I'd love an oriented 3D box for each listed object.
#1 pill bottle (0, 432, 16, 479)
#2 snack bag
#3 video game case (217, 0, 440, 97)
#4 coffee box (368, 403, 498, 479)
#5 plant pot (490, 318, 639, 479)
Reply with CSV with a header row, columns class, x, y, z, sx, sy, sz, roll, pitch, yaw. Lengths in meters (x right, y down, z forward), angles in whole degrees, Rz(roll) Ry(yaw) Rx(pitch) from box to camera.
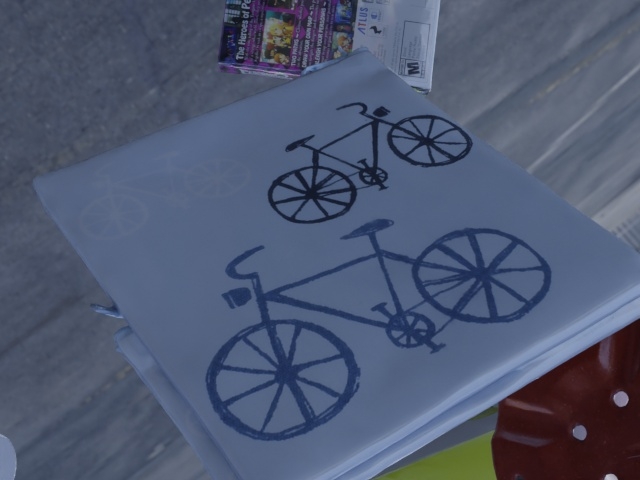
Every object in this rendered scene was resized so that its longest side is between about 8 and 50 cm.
class,x,y,z,sx,sy,sz,roll,pitch,yaw
pill bottle,-0.396,0.195,0.924,0.119,0.208,0.119,-44,141,-51
snack bag,0.000,0.000,0.687,0.323,0.342,0.037,-26,140,-25
video game case,0.017,-0.268,0.983,0.210,0.232,0.042,6,175,-2
coffee box,0.115,0.386,1.331,0.338,0.338,0.334,-18,-168,-16
plant pot,0.289,0.156,0.768,0.265,0.272,0.272,12,133,-44
